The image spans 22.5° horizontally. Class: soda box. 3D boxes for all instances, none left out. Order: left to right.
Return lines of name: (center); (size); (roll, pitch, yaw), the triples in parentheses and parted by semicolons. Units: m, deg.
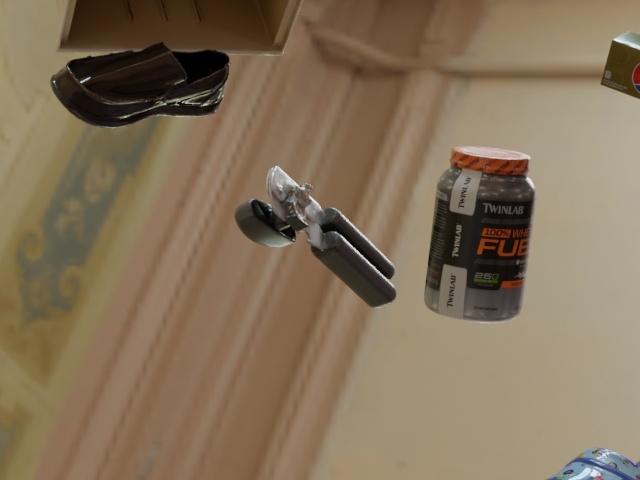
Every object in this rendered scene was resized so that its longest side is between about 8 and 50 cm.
soda box: (0.432, -0.190, 1.925); (0.058, 0.181, 0.061); (-29, -43, -52)

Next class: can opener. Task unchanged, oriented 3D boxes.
can opener: (0.000, 0.000, 2.042); (0.280, 0.093, 0.074); (38, -140, -42)

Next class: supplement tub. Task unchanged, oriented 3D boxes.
supplement tub: (0.185, -0.009, 1.855); (0.117, 0.117, 0.190); (-14, -68, -57)

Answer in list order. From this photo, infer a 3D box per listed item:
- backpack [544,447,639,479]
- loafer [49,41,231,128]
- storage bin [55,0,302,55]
backpack: (0.301, 0.271, 1.581); (0.117, 0.173, 0.158); (-49, -10, -24)
loafer: (-0.182, -0.173, 1.663); (0.220, 0.080, 0.078); (-12, -35, -46)
storage bin: (-0.142, -0.333, 1.722); (0.262, 0.260, 0.123); (-2, -128, -22)
